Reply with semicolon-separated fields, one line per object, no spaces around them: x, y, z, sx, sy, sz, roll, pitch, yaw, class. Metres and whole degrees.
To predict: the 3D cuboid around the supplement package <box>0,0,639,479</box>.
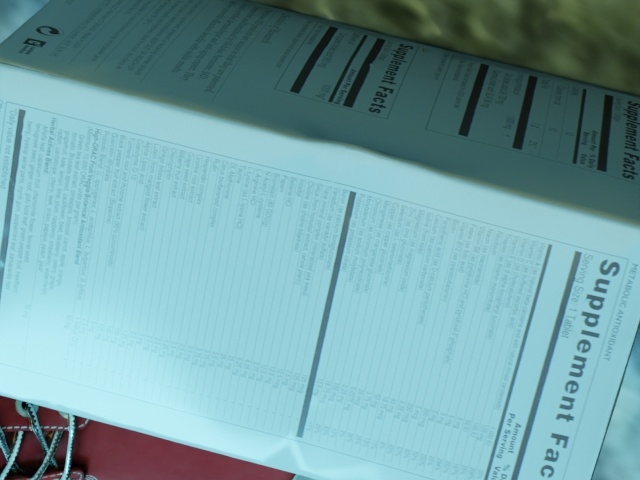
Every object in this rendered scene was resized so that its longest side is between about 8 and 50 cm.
0.000;0.000;0.692;0.244;0.134;0.139;15;116;5;supplement package

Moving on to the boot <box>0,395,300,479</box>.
-0.131;0.090;0.736;0.244;0.176;0.088;11;114;4;boot
